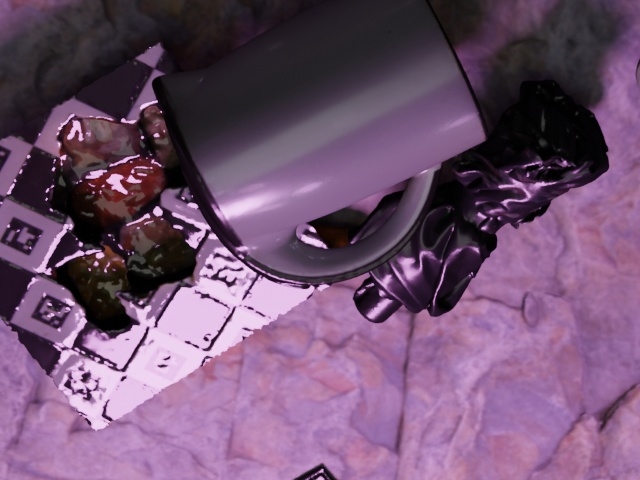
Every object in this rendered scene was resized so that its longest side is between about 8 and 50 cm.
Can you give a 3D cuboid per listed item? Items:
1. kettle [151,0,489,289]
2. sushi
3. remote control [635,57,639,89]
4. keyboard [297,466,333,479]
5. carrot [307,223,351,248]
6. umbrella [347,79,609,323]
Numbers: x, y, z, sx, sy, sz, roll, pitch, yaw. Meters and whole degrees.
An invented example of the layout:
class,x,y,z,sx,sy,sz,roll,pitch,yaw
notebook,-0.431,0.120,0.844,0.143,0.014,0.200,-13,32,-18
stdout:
class,x,y,z,sx,sy,sz,roll,pitch,yaw
kettle,0.008,-0.078,1.482,0.236,0.161,0.221,-26,107,1
sushi,-0.168,-0.009,1.628,0.294,0.059,0.292,-30,115,15
remote control,0.401,-0.194,1.488,0.309,0.038,0.090,-31,111,19
keyboard,-0.059,0.291,1.806,0.198,0.010,0.064,-32,109,20
carrot,0.000,0.000,1.635,0.093,0.032,0.032,12,118,4
umbrella,0.123,-0.024,1.570,0.272,0.122,0.110,-42,69,29
